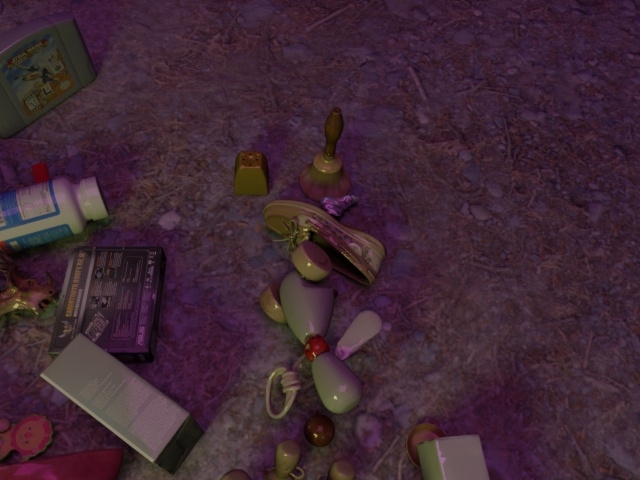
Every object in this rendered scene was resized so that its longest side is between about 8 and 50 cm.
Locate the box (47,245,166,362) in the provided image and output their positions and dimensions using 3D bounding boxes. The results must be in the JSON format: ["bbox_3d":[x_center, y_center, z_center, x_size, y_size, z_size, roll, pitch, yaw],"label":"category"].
[{"bbox_3d":[-0.411,0.122,1.038,0.183,0.056,0.231,0,59,-5],"label":"box"}]

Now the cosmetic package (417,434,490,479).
[{"bbox_3d":[0.233,0.446,0.866,0.085,0.117,0.231,-3,66,-9],"label":"cosmetic package"}]

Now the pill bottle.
[{"bbox_3d":[-0.564,-0.059,1.091,0.221,0.124,0.124,-18,63,-16],"label":"pill bottle"}]

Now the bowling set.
[{"bbox_3d":[-0.015,0.413,0.877,0.287,0.154,0.200,22,39,9],"label":"bowling set"}]

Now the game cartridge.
[{"bbox_3d":[-0.676,-0.397,1.237,0.062,0.198,0.297,34,62,14],"label":"game cartridge"}]

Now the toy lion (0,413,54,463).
[{"bbox_3d":[-0.516,0.351,0.909,0.096,0.034,0.100,10,59,-9],"label":"toy lion"}]

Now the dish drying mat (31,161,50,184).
[{"bbox_3d":[-0.636,-0.144,1.201,0.032,0.008,0.083,-20,63,-15],"label":"dish drying mat"}]

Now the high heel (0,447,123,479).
[{"bbox_3d":[-0.514,0.334,0.830,0.377,0.127,0.181,35,68,-15],"label":"high heel"}]

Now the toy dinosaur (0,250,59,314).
[{"bbox_3d":[-0.660,0.063,0.963,0.296,0.127,0.200,52,54,-27],"label":"toy dinosaur"}]

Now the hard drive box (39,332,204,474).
[{"bbox_3d":[-0.322,0.278,0.883,0.232,0.181,0.089,31,62,13],"label":"hard drive box"}]

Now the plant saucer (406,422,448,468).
[{"bbox_3d":[0.197,0.381,0.969,0.083,0.015,0.083,3,60,-5],"label":"plant saucer"}]

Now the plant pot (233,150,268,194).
[{"bbox_3d":[-0.159,-0.161,1.215,0.081,0.083,0.081,1,59,-6],"label":"plant pot"}]

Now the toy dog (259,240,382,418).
[{"bbox_3d":[0.010,0.168,0.997,0.161,0.220,0.334,19,53,-40],"label":"toy dog"}]

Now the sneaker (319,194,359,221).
[{"bbox_3d":[0.048,-0.067,1.211,0.098,0.038,0.069,-6,74,-15],"label":"sneaker"}]

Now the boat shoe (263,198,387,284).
[{"bbox_3d":[0.000,0.000,1.123,0.285,0.105,0.089,22,57,7],"label":"boat shoe"}]

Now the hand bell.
[{"bbox_3d":[0.020,-0.202,1.165,0.126,0.242,0.126,2,60,-4],"label":"hand bell"}]
